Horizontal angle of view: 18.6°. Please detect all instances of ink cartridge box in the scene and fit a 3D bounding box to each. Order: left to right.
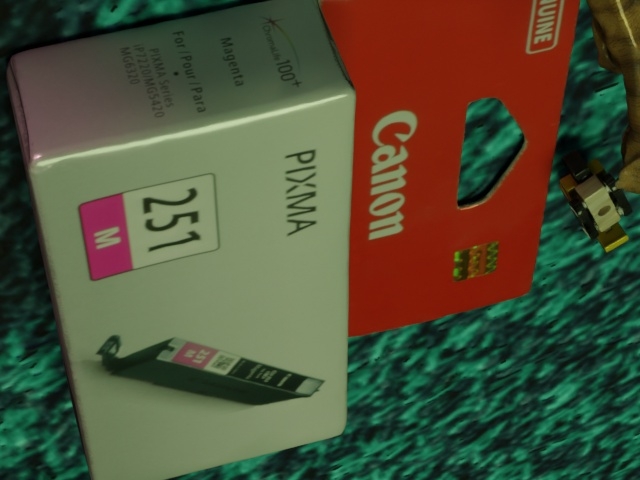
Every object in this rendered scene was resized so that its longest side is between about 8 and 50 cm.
[{"bbox_3d":[0.000,0.000,0.853,0.239,0.060,0.275,-13,147,-9],"label":"ink cartridge box"}]

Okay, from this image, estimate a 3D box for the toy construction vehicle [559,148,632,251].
[{"bbox_3d":[0.151,-0.037,0.906,0.086,0.035,0.098,-36,148,5],"label":"toy construction vehicle"}]

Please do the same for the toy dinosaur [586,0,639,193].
[{"bbox_3d":[0.101,-0.119,0.709,0.064,0.112,0.211,-16,112,35],"label":"toy dinosaur"}]
